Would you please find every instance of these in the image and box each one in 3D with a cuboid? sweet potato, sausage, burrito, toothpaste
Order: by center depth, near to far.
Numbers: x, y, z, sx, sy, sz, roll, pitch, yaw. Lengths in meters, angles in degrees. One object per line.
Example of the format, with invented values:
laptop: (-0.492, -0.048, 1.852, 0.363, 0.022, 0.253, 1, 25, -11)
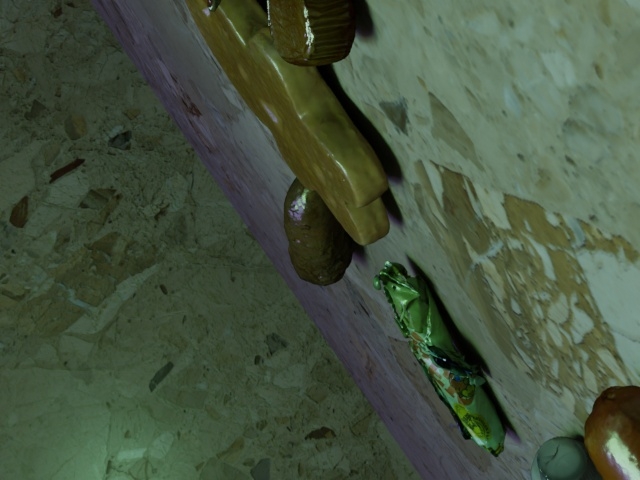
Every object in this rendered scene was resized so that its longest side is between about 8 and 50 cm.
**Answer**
sausage: (0.239, 0.173, 0.574, 0.197, 0.076, 0.076, 53, 171, 31)
toothpaste: (0.246, 0.244, 0.899, 0.282, 0.069, 0.099, 57, -157, -57)
burrito: (0.149, 0.146, 1.057, 0.288, 0.054, 0.104, 59, 171, -20)
sweet potato: (0.001, 0.003, 1.261, 0.341, 0.092, 0.114, 88, 172, -75)

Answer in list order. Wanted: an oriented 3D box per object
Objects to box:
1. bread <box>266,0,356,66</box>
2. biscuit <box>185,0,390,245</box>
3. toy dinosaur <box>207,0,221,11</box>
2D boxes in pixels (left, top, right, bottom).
bread: (-0.003, -0.172, 0.696, 0.085, 0.053, 0.085, 50, 150, 44)
biscuit: (-0.037, -0.156, 0.966, 0.355, 0.052, 0.275, 54, 171, 23)
toy dinosaur: (-0.150, -0.322, 0.759, 0.327, 0.113, 0.206, 54, 172, 0)
